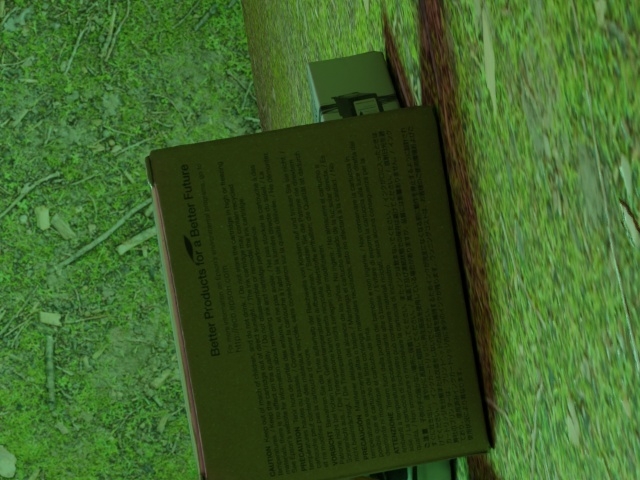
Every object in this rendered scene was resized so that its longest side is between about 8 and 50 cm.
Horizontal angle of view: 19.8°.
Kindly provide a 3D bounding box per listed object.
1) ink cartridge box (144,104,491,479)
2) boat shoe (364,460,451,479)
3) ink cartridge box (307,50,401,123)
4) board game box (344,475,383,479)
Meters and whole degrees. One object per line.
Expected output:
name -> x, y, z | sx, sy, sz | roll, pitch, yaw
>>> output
ink cartridge box -> -0.003, 0.041, 1.217 | 0.088, 0.193, 0.235 | -168, 69, -85
boat shoe -> 0.036, 0.136, 1.421 | 0.335, 0.119, 0.121 | 86, 173, -54
ink cartridge box -> 0.034, -0.055, 1.378 | 0.150, 0.063, 0.109 | -105, 6, -48
board game box -> 0.054, 0.232, 1.280 | 0.259, 0.039, 0.124 | 0, 101, 57
